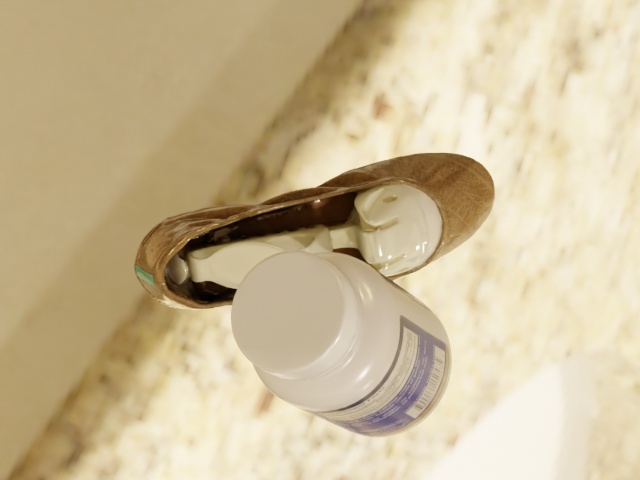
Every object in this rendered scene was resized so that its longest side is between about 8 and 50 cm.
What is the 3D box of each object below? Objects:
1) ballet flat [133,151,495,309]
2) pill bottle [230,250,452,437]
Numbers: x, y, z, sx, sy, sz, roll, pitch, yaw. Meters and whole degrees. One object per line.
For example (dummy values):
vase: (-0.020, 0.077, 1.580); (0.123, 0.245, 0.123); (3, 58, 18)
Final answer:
ballet flat: (0.000, 0.000, 1.647); (0.124, 0.342, 0.116); (-115, -164, -77)
pill bottle: (0.013, 0.070, 1.276); (0.112, 0.112, 0.186); (-67, 153, -6)
